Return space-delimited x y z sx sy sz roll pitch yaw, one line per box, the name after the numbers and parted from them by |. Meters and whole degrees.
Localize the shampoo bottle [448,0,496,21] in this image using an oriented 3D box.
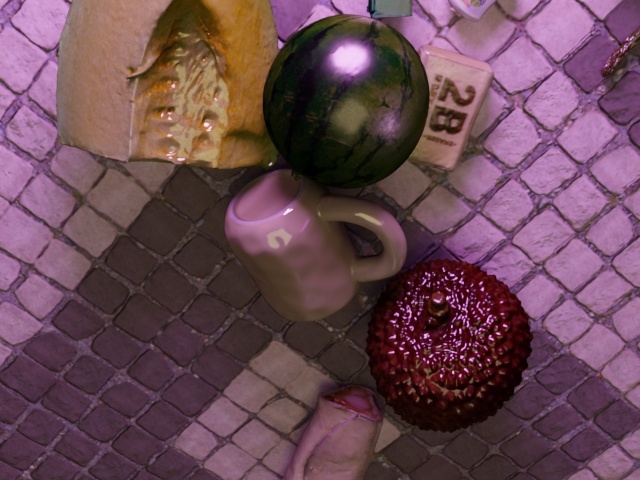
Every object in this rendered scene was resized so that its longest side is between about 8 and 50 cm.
0.226 -0.363 1.086 0.072 0.043 0.099 39 110 -18 | shampoo bottle

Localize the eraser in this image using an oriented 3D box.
0.181 -0.200 1.161 0.117 0.058 0.172 15 116 -8 | eraser

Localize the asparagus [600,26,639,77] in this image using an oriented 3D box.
0.509 -0.336 1.115 0.024 0.025 0.248 34 112 -32 | asparagus

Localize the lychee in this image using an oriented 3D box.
0.203 0.170 1.235 0.276 0.275 0.304 -16 141 7 | lychee

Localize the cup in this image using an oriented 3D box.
-0.014 0.013 1.156 0.173 0.255 0.202 -48 131 -24 | cup

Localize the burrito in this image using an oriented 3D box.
0.022 0.411 1.447 0.143 0.105 0.299 20 116 0 | burrito

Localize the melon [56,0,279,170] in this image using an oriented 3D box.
-0.191 -0.266 1.042 0.331 0.226 0.343 10 106 -8 | melon

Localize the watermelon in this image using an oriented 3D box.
0.035 -0.192 1.060 0.242 0.242 0.242 0 117 -1 | watermelon

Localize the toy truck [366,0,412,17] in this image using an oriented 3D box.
0.094 -0.390 1.052 0.065 0.079 0.147 -2 115 1 | toy truck
